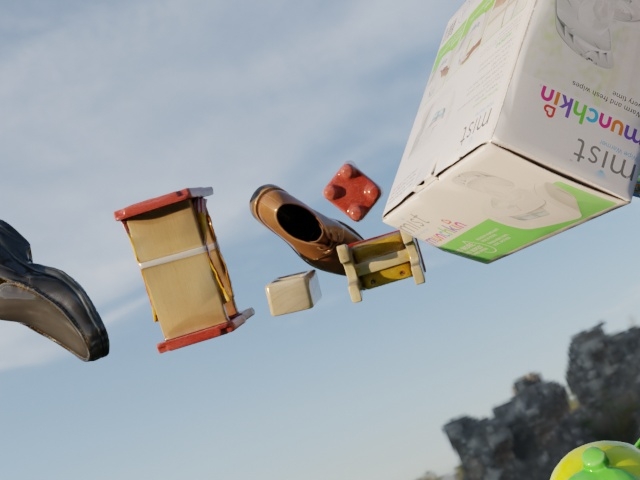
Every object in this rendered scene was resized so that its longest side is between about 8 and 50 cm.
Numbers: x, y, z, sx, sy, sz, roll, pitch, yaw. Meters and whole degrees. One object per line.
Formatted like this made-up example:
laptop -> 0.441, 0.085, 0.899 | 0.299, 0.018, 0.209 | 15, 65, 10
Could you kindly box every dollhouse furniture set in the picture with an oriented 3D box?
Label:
dollhouse furniture set -> -0.063, 0.003, 1.283 | 0.374, 0.201, 0.152 | -16, 2, 6

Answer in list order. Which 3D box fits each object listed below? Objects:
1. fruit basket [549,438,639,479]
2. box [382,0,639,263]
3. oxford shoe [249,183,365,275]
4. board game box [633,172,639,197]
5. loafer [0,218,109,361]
fruit basket -> 0.331, 0.349, 0.942 | 0.392, 0.283, 0.392 | -41, -24, -23
box -> 0.173, -0.124, 0.823 | 0.126, 0.231, 0.262 | 22, -16, -9
oxford shoe -> 0.000, 0.000, 1.293 | 0.212, 0.076, 0.076 | 29, -89, -33
board game box -> 0.424, -0.153, 1.448 | 0.211, 0.160, 0.039 | 14, -36, -11
loafer -> -0.237, 0.049, 0.765 | 0.061, 0.170, 0.062 | -32, -37, -40
